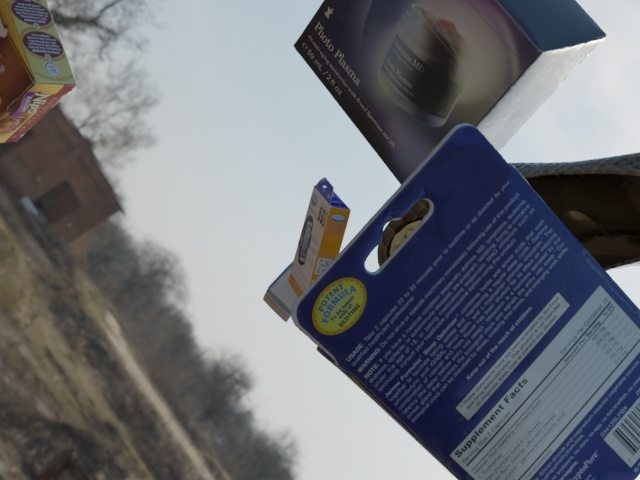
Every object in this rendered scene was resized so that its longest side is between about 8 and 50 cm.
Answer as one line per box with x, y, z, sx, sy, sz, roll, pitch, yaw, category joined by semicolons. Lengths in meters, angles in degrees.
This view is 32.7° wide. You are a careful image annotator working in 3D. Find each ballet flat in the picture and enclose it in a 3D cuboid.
0.147;-0.008;0.635;0.058;0.249;0.084;-28;108;-67;ballet flat

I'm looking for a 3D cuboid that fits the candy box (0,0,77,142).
-0.301;-0.197;1.004;0.109;0.053;0.187;-33;-105;35;candy box

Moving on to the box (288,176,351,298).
0.000;0.000;1.221;0.081;0.028;0.136;-125;-130;-66;box

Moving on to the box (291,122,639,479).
0.097;0.057;0.579;0.225;0.136;0.036;45;-6;-22;box

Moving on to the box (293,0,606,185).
0.164;-0.272;1.481;0.296;0.182;0.294;53;-49;16;box

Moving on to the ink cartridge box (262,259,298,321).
-0.030;0.059;1.487;0.052;0.088;0.122;43;-12;3;ink cartridge box
